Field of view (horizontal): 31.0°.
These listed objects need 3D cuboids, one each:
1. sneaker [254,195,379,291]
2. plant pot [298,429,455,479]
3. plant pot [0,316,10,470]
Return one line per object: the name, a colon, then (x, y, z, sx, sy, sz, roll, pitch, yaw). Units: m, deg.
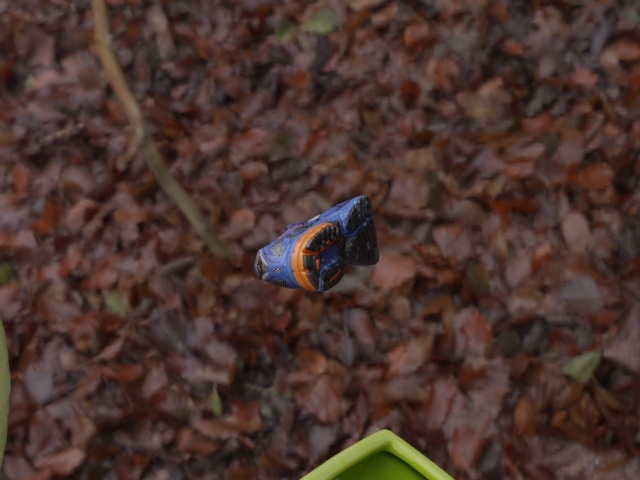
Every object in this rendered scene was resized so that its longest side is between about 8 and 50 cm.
sneaker: (0.000, 0.000, 1.266, 0.087, 0.083, 0.221, -2, 9, 26)
plant pot: (0.048, 0.338, 1.032, 0.227, 0.207, 0.228, 38, 22, 19)
plant pot: (-0.312, 0.059, 0.448, 0.254, 0.276, 0.276, 14, 49, 35)
